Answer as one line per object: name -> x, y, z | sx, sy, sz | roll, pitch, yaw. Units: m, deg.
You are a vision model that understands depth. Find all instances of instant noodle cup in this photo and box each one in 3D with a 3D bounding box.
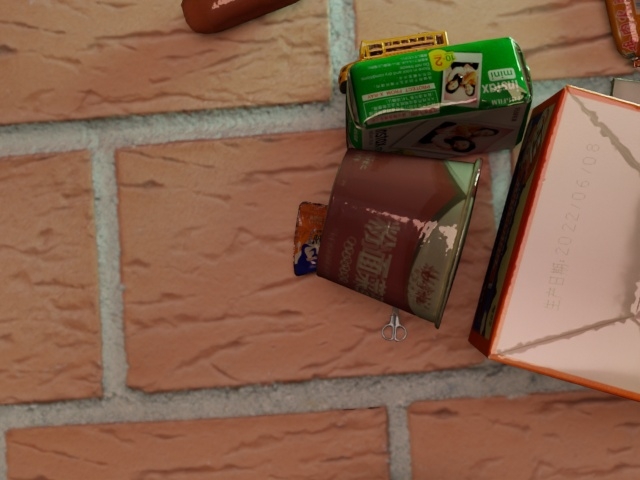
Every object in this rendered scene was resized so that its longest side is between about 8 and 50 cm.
instant noodle cup -> 0.102, -0.015, 1.555 | 0.179, 0.235, 0.234 | 14, 83, 6

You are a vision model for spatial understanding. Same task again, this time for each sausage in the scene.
sausage -> -0.105, -0.354, 1.694 | 0.194, 0.077, 0.077 | -21, 82, 0
sausage -> 0.417, -0.414, 1.683 | 0.053, 0.053, 0.347 | -11, 82, 2

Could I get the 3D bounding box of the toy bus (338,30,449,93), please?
toy bus -> 0.104, -0.249, 1.670 | 0.162, 0.069, 0.074 | -8, 81, 0

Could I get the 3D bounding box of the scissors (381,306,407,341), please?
scissors -> 0.106, 0.100, 1.654 | 0.036, 0.006, 0.083 | 5, 82, 2

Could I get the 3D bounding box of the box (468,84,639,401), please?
box -> 0.392, 0.018, 1.507 | 0.319, 0.257, 0.348 | 14, 90, 3

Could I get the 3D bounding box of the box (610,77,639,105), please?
box -> 0.490, -0.161, 1.654 | 0.178, 0.036, 0.115 | 8, 83, 4

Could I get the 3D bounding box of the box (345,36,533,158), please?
box -> 0.155, -0.181, 1.605 | 0.250, 0.180, 0.103 | -11, 71, 0

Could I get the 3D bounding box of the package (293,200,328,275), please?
package -> 0.000, 0.000, 1.661 | 0.077, 0.033, 0.110 | -1, 66, 25
